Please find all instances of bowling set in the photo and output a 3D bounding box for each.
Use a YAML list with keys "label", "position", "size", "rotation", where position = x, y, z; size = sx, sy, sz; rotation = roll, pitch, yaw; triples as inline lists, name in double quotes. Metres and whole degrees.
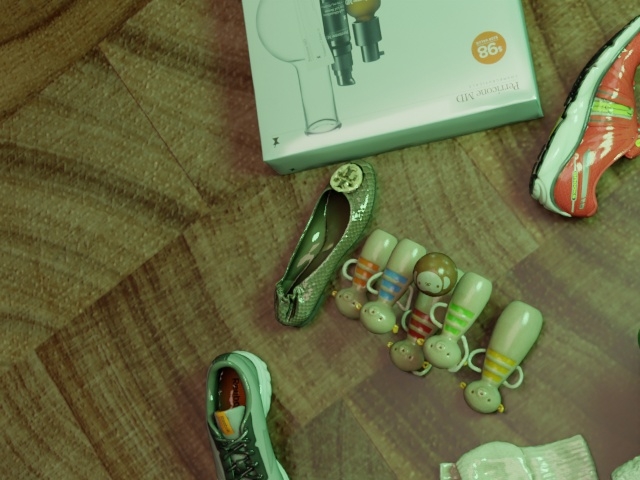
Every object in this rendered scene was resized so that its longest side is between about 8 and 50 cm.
- label: "bowling set"
  position: [0.120, 0.090, 1.479]
  size: [0.287, 0.200, 0.154]
  rotation: [27, 89, 24]

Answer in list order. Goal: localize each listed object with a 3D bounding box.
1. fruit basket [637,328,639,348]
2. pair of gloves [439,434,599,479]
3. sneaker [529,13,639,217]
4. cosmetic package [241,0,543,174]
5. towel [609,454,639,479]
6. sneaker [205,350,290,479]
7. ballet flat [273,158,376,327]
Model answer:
- label: "fruit basket"
  position: [0.559, 0.130, 1.338]
  size: [0.392, 0.392, 0.282]
  rotation: [-14, 118, 13]
- label: "pair of gloves"
  position: [0.250, 0.367, 1.458]
  size: [0.204, 0.042, 0.240]
  rotation: [-10, 75, 15]
- label: "sneaker"
  position: [0.372, -0.156, 1.517]
  size: [0.118, 0.107, 0.279]
  rotation: [28, 91, 2]
- label: "cosmetic package"
  position: [0.091, -0.269, 1.613]
  size: [0.377, 0.097, 0.284]
  rotation: [-12, 78, 14]
- label: "towel"
  position: [0.454, 0.297, 1.219]
  size: [0.187, 0.049, 0.282]
  rotation: [-36, 108, 27]
- label: "sneaker"
  position: [-0.107, 0.277, 1.550]
  size: [0.100, 0.108, 0.271]
  rotation: [-15, 76, 11]
- label: "ballet flat"
  position: [0.000, 0.000, 1.593]
  size: [0.084, 0.058, 0.249]
  rotation: [26, 88, 44]
